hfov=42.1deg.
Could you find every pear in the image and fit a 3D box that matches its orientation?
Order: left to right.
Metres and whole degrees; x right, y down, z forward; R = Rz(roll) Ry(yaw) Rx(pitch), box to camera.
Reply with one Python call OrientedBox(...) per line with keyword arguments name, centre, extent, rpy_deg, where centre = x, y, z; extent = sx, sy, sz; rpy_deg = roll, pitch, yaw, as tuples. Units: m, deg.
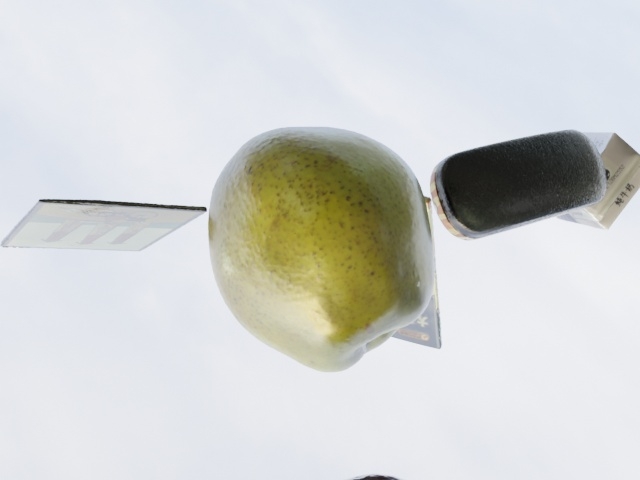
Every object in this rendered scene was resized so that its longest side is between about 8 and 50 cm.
OrientedBox(name="pear", centre=(0.000, 0.000, 0.993), extent=(0.294, 0.294, 0.294), rpy_deg=(5, -126, -7))

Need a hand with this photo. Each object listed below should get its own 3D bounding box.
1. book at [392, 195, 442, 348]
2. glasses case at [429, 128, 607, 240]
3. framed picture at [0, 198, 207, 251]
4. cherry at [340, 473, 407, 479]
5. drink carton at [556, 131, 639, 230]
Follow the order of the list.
OrientedBox(name="book", centre=(0.091, 0.041, 1.400), extent=(0.228, 0.322, 0.018), rpy_deg=(13, -138, 29))
OrientedBox(name="glasses case", centre=(0.291, -0.084, 1.196), extent=(0.321, 0.082, 0.122), rpy_deg=(-14, -95, -32))
OrientedBox(name="framed picture", centre=(-0.352, -0.020, 1.315), extent=(0.244, 0.324, 0.013), rpy_deg=(3, -103, -29))
OrientedBox(name="cherry", centre=(0.037, 0.335, 0.828), extent=(0.213, 0.266, 0.183), rpy_deg=(-32, -85, -18))
OrientedBox(name="drink carton", centre=(0.454, -0.108, 1.437), extent=(0.102, 0.222, 0.134), rpy_deg=(39, -89, -9))
